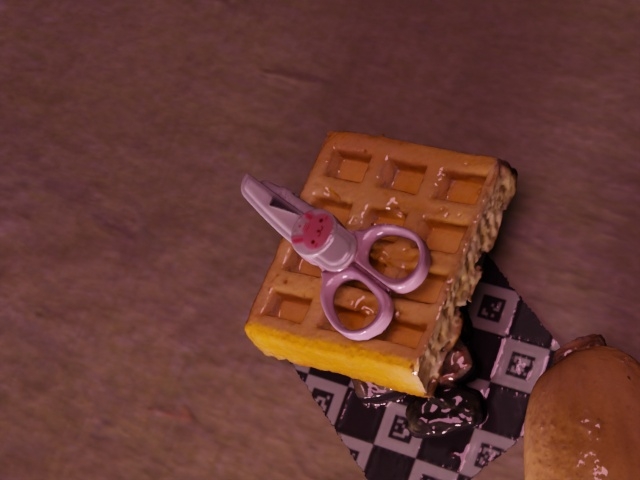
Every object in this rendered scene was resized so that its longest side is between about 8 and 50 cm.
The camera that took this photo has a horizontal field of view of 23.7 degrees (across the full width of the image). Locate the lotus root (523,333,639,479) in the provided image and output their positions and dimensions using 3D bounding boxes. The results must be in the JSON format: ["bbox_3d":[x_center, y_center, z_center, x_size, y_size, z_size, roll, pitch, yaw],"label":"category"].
[{"bbox_3d":[0.253,0.224,1.334,0.146,0.131,0.303,-14,68,21],"label":"lotus root"}]

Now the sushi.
[{"bbox_3d":[0.102,0.124,1.482,0.231,0.047,0.220,-39,62,7],"label":"sushi"}]

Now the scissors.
[{"bbox_3d":[0.000,0.000,1.493,0.242,0.030,0.118,37,88,37],"label":"scissors"}]

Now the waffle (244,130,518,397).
[{"bbox_3d":[0.056,0.015,1.505,0.221,0.055,0.248,12,72,36],"label":"waffle"}]
